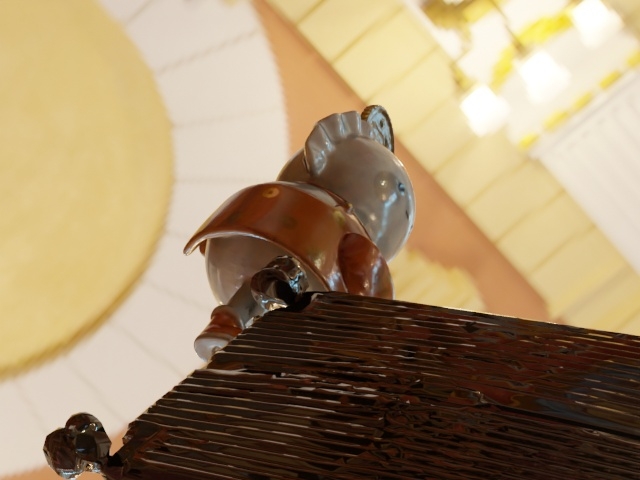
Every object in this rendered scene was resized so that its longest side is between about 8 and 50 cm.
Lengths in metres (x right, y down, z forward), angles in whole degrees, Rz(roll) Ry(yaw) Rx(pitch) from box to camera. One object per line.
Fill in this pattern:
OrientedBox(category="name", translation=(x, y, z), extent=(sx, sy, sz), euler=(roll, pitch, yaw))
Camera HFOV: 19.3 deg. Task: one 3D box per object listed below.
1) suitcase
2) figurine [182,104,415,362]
OrientedBox(category="suitcase", translation=(0.066, 0.136, 0.955), extent=(0.335, 0.152, 0.229), euler=(7, -152, 30))
OrientedBox(category="figurine", translation=(-0.010, 0.001, 1.269), extent=(0.143, 0.143, 0.271), euler=(-27, -153, 29))
